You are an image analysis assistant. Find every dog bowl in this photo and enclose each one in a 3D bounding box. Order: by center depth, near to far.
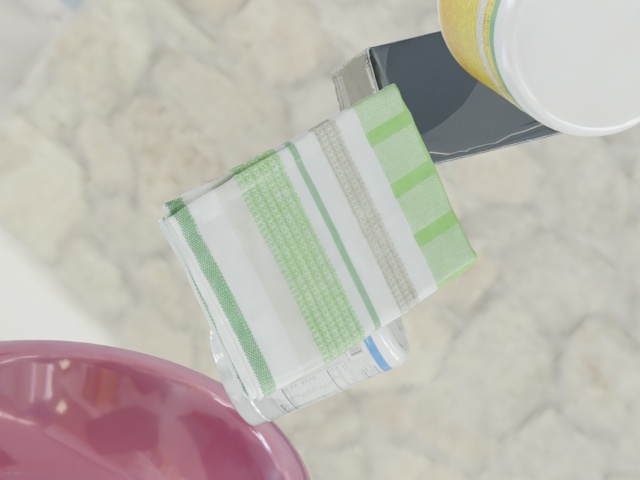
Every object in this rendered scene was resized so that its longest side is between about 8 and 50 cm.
[{"bbox_3d":[-0.175,0.213,1.230,0.408,0.150,0.408,4,-150,-2],"label":"dog bowl"}]

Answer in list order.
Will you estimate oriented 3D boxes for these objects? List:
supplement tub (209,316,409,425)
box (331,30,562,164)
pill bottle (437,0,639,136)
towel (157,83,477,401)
[{"bbox_3d":[-0.006,0.063,1.192,0.071,0.107,0.071,-23,-90,-79],"label":"supplement tub"},{"bbox_3d":[0.155,-0.124,1.511,0.184,0.261,0.103,-168,64,-81],"label":"box"},{"bbox_3d":[0.138,-0.140,1.186,0.117,0.117,0.208,39,-175,-18],"label":"pill bottle"},{"bbox_3d":[0.000,0.000,1.006,0.023,0.152,0.113,1,119,62],"label":"towel"}]
